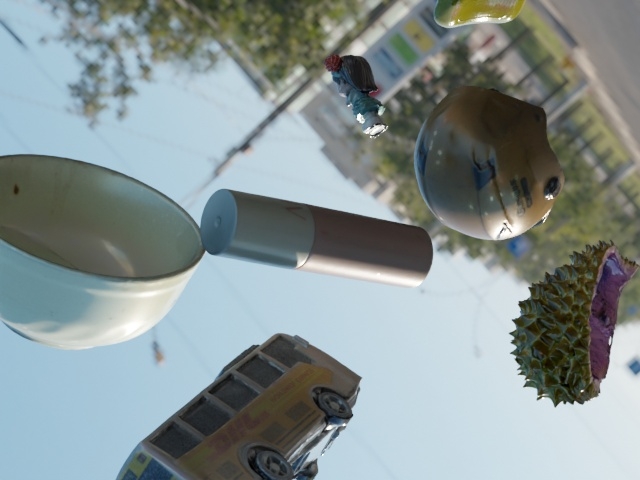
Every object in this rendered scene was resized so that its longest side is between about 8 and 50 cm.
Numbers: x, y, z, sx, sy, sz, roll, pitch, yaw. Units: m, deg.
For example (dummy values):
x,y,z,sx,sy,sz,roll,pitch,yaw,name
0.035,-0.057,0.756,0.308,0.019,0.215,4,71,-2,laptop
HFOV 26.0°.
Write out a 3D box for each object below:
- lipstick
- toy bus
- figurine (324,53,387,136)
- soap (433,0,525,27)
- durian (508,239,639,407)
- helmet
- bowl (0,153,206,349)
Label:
x,y,z,sx,sy,sz,roll,pitch,yaw,name
0.000,0.000,1.441,0.254,0.070,0.070,10,-147,-36,lipstick
-0.072,0.200,1.376,0.138,0.097,0.342,33,-155,10,toy bus
0.044,-0.176,1.663,0.060,0.047,0.106,-7,-113,-44,figurine
0.226,-0.339,1.960,0.089,0.140,0.045,106,151,-52,soap
0.375,0.120,2.133,0.154,0.186,0.260,47,-140,-39,durian
0.201,-0.086,1.796,0.198,0.130,0.224,20,131,37,helmet
-0.278,0.027,1.533,0.277,0.145,0.277,19,-157,-8,bowl
